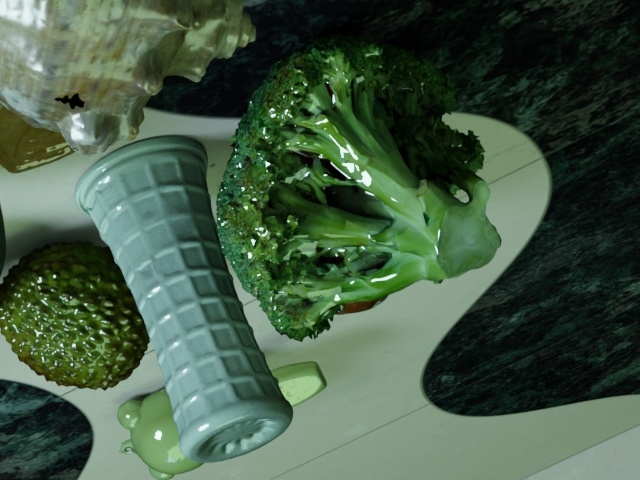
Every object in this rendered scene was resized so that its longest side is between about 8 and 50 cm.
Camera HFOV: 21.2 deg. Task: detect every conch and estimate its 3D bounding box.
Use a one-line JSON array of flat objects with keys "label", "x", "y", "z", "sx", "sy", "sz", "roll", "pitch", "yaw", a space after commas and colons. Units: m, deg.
[{"label": "conch", "x": -0.172, "y": -0.203, "z": 1.214, "sx": 0.352, "sy": 0.210, "sz": 0.297, "roll": 2, "pitch": 132, "yaw": -46}]

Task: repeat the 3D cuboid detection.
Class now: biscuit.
[{"label": "biscuit", "x": -0.230, "y": -0.126, "z": 1.513, "sx": 0.142, "sy": 0.029, "sz": 0.221, "roll": -4, "pitch": 150, "yaw": -36}]

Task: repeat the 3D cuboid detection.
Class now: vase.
[{"label": "vase", "x": -0.128, "y": 0.061, "z": 1.656, "sx": 0.143, "sy": 0.299, "sz": 0.143, "roll": -18, "pitch": 156, "yaw": -8}]

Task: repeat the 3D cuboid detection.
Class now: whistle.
[{"label": "whistle", "x": -0.130, "y": 0.221, "z": 2.208, "sx": 0.288, "sy": 0.106, "sz": 0.131, "roll": -23, "pitch": 119, "yaw": 6}]

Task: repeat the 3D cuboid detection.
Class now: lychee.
[{"label": "lychee", "x": -0.253, "y": 0.071, "z": 1.757, "sx": 0.171, "sy": 0.171, "sz": 0.171, "roll": -19, "pitch": 155, "yaw": -9}]

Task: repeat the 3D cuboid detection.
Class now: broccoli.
[{"label": "broccoli", "x": 0.035, "y": -0.053, "z": 1.598, "sx": 0.308, "sy": 0.275, "sz": 0.308, "roll": -18, "pitch": 118, "yaw": -37}]

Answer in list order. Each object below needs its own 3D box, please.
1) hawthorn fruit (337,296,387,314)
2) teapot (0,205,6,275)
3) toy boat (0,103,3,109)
[{"label": "hawthorn fruit", "x": 0.000, "y": 0.000, "z": 1.812, "sx": 0.173, "sy": 0.173, "sz": 0.173, "roll": -19, "pitch": 155, "yaw": -9}, {"label": "teapot", "x": -0.406, "y": -0.001, "z": 1.467, "sx": 0.251, "sy": 0.183, "sz": 0.183, "roll": -12, "pitch": 156, "yaw": 2}, {"label": "toy boat", "x": -0.308, "y": -0.155, "z": 1.358, "sx": 0.077, "sy": 0.057, "sz": 0.200, "roll": -17, "pitch": 156, "yaw": 3}]
